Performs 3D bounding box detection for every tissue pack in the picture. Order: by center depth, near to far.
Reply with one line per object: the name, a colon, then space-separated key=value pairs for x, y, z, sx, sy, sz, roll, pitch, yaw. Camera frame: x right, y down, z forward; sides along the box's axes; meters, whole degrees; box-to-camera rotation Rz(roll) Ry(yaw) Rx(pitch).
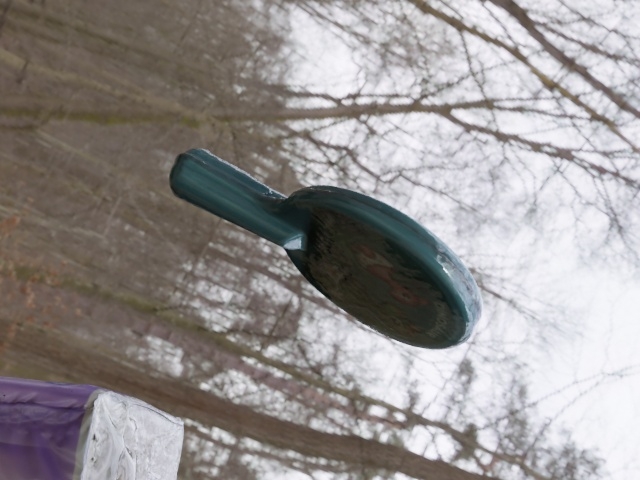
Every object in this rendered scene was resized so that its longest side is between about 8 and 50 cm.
tissue pack: x=-0.339 y=0.230 z=0.915 sx=0.338 sy=0.242 sz=0.160 roll=3 pitch=-107 yaw=15

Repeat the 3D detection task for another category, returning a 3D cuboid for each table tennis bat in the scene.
table tennis bat: x=0.000 y=0.000 z=0.495 sx=0.033 sy=0.201 sz=0.124 roll=-55 pitch=163 yaw=-27
